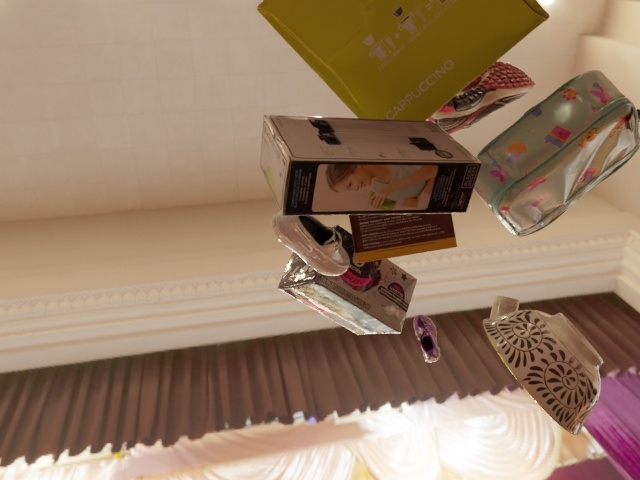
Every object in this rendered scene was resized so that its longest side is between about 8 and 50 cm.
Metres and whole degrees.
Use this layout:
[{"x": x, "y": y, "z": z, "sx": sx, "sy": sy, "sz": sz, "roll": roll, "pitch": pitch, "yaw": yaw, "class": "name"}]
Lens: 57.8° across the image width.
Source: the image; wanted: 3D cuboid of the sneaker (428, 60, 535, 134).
[{"x": 0.374, "y": -0.339, "z": 1.374, "sx": 0.299, "sy": 0.121, "sz": 0.112, "roll": -22, "pitch": -37, "yaw": -20, "class": "sneaker"}]

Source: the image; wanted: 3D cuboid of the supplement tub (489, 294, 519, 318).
[{"x": 0.514, "y": 0.212, "z": 1.630, "sx": 0.071, "sy": 0.071, "sz": 0.107, "roll": 16, "pitch": -96, "yaw": -20, "class": "supplement tub"}]

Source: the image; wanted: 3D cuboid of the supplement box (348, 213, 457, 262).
[{"x": 0.153, "y": -0.069, "z": 1.137, "sx": 0.191, "sy": 0.129, "sz": 0.194, "roll": -10, "pitch": -89, "yaw": 8, "class": "supplement box"}]

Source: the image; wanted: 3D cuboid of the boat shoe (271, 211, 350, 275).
[{"x": 0.000, "y": 0.000, "z": 0.964, "sx": 0.063, "sy": 0.066, "sz": 0.184, "roll": -20, "pitch": -46, "yaw": 34, "class": "boat shoe"}]

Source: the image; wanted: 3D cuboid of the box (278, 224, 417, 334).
[{"x": 0.064, "y": 0.093, "z": 1.284, "sx": 0.247, "sy": 0.163, "sz": 0.142, "roll": 32, "pitch": -116, "yaw": -25, "class": "box"}]

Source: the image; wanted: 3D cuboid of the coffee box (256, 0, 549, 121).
[{"x": 0.144, "y": -0.430, "z": 1.059, "sx": 0.338, "sy": 0.334, "sz": 0.338, "roll": -39, "pitch": -74, "yaw": 23, "class": "coffee box"}]

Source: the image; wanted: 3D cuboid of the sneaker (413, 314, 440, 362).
[{"x": 0.337, "y": 0.299, "z": 1.831, "sx": 0.068, "sy": 0.169, "sz": 0.071, "roll": -20, "pitch": -44, "yaw": 7, "class": "sneaker"}]

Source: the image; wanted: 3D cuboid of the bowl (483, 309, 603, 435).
[{"x": 0.285, "y": 0.141, "z": 0.705, "sx": 0.080, "sy": 0.170, "sz": 0.170, "roll": -42, "pitch": -62, "yaw": 17, "class": "bowl"}]

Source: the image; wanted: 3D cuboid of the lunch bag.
[{"x": 0.404, "y": -0.135, "z": 0.981, "sx": 0.279, "sy": 0.107, "sz": 0.224, "roll": -39, "pitch": -37, "yaw": 14, "class": "lunch bag"}]

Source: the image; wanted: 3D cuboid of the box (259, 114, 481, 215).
[{"x": 0.066, "y": -0.115, "z": 0.867, "sx": 0.290, "sy": 0.169, "sz": 0.087, "roll": -2, "pitch": -57, "yaw": -19, "class": "box"}]
